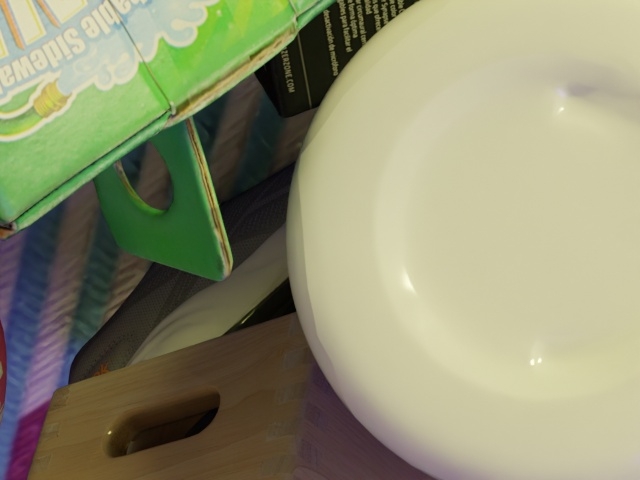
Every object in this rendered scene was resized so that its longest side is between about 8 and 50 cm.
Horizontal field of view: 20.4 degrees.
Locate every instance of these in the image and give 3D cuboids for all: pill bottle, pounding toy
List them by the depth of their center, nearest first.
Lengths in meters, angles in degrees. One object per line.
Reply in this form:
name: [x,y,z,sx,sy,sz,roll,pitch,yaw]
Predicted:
pill bottle: [0.090,0.008,0.575,0.146,0.146,0.264,-36,167,9]
pounding toy: [-0.061,0.084,0.616,0.181,0.094,0.206,-19,133,34]

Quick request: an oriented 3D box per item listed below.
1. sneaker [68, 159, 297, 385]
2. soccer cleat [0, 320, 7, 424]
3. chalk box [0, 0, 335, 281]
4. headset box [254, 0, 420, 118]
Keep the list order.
sneaker: [0.000,0.000,0.728,0.271,0.108,0.100,-40,127,-2]
soccer cleat: [-0.173,0.015,0.592,0.116,0.143,0.331,-13,138,-8]
chalk box: [-0.074,-0.088,0.414,0.132,0.132,0.213,-39,114,-22]
headset box: [0.079,-0.205,0.516,0.283,0.131,0.246,-22,140,-8]
